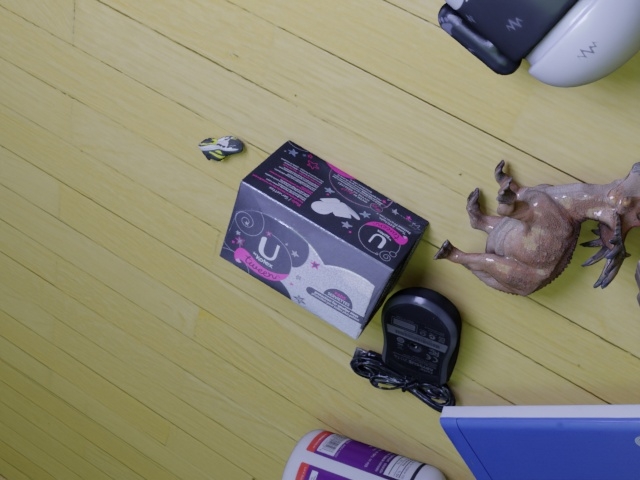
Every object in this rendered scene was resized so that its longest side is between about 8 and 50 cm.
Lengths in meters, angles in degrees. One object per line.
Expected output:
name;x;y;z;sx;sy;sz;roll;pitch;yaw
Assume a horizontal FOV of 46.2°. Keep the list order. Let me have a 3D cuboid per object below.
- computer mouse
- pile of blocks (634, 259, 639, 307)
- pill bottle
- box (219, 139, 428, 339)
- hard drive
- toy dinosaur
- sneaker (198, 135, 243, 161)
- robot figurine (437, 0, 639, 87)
computer mouse;0.149;0.152;1.167;0.189;0.072;0.272;23;142;15
pile of blocks;0.511;-0.009;0.816;0.362;0.149;0.112;-25;62;32
pill bottle;0.100;0.463;1.328;0.323;0.181;0.181;12;126;26
box;0.000;0.000;1.100;0.247;0.142;0.163;32;132;11
hard drive;0.367;0.326;1.136;0.319;0.040;0.210;-10;126;37
toy dinosaur;0.278;0.006;0.949;0.200;0.127;0.295;34;138;-2
sneaker;-0.152;-0.142;1.179;0.083;0.031;0.035;7;137;33
robot figurine;0.214;-0.283;0.756;0.278;0.209;0.173;42;91;1
